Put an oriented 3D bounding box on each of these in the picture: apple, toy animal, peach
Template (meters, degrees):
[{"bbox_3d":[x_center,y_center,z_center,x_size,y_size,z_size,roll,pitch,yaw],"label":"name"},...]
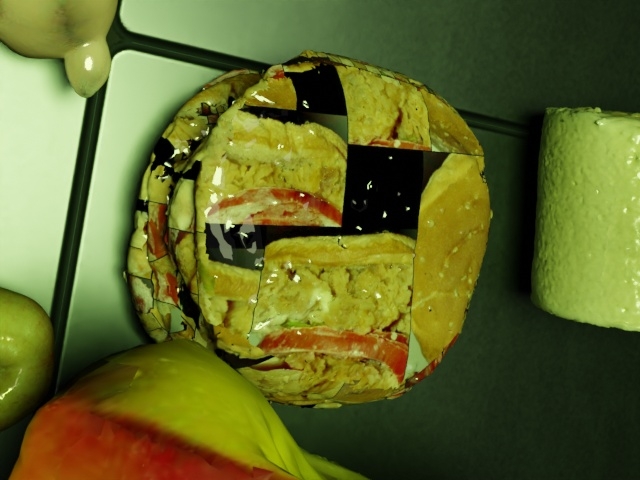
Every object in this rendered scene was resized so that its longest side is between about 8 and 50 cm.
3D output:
[{"bbox_3d":[-0.184,0.065,0.544,0.084,0.071,0.084,-2,96,-22],"label":"apple"},{"bbox_3d":[-0.171,-0.127,0.525,0.150,0.083,0.089,-9,56,-12],"label":"toy animal"},{"bbox_3d":[-0.022,0.206,0.510,0.380,0.306,0.242,33,76,-27],"label":"peach"}]

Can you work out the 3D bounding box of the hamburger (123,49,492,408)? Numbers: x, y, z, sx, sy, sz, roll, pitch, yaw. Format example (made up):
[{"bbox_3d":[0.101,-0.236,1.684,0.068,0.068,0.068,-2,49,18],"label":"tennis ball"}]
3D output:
[{"bbox_3d":[0.000,0.000,0.600,0.231,0.107,0.231,-1,93,-29],"label":"hamburger"}]

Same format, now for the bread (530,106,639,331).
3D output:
[{"bbox_3d":[0.218,-0.016,0.670,0.148,0.134,0.141,-1,96,-33],"label":"bread"}]
